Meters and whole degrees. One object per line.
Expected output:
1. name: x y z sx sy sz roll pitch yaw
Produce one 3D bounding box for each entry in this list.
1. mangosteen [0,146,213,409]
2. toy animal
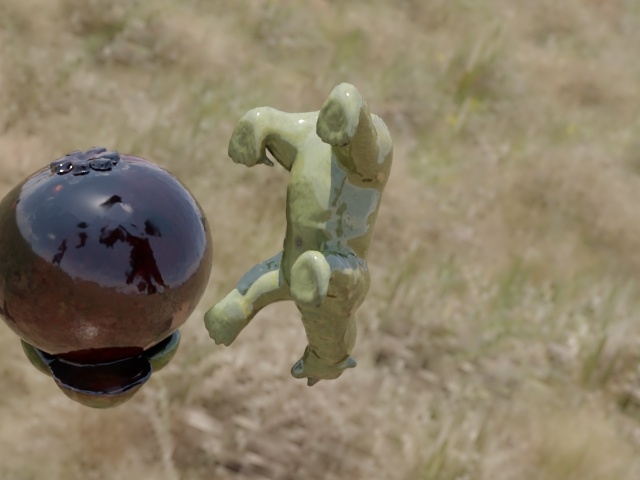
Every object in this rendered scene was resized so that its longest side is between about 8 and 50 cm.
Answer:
1. mangosteen: -0.162 0.032 1.429 0.200 0.200 0.200 20 18 -7
2. toy animal: 0.000 0.000 1.272 0.103 0.218 0.101 16 12 39
